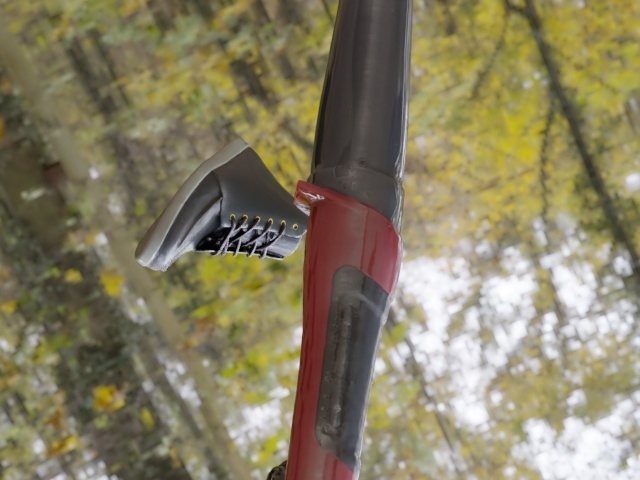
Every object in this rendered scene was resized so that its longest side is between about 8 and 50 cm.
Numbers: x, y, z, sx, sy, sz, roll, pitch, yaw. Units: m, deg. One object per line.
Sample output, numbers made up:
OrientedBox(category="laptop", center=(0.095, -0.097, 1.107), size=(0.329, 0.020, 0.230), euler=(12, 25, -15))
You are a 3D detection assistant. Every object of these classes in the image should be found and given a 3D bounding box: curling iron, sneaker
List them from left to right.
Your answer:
OrientedBox(category="sneaker", center=(-0.081, -0.014, 1.348), size=(0.083, 0.118, 0.222), euler=(-49, -179, 35))
OrientedBox(category="curling iron", center=(0.000, 0.000, 0.441), size=(0.035, 0.274, 0.068), euler=(16, 166, -33))
